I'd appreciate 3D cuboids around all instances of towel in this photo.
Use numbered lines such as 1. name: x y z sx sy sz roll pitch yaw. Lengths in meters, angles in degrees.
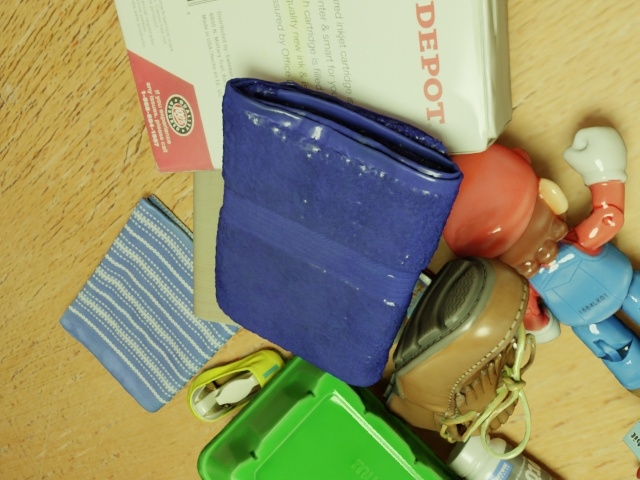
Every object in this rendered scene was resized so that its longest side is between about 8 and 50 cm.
1. towel: -0.274 0.117 0.970 0.243 0.040 0.336 46 122 3
2. towel: 0.000 0.000 0.620 0.228 0.076 0.308 27 133 15

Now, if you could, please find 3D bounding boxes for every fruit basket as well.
1. fruit basket: 0.022 0.358 0.831 0.392 0.283 0.392 42 164 15

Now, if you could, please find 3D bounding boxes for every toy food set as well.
1. toy food set: -0.036 0.004 0.790 0.306 0.092 0.219 6 99 23

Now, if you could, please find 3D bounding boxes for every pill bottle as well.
1. pill bottle: 0.233 0.301 0.765 0.137 0.078 0.078 35 120 10

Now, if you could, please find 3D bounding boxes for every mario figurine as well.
1. mario figurine: 0.261 0.007 0.640 0.320 0.170 0.198 40 85 -4

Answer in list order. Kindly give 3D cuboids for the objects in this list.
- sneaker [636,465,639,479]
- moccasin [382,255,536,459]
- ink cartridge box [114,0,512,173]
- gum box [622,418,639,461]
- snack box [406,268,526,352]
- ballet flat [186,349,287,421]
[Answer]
1. sneaker: 0.393 0.224 0.677 0.118 0.042 0.067 -42 92 24
2. moccasin: 0.149 0.136 0.621 0.147 0.139 0.380 26 151 15
3. ink cartridge box: -0.008 -0.229 0.634 0.385 0.160 0.279 1 110 26
4. gum box: 0.413 0.160 0.582 0.157 0.041 0.184 23 111 -20
5. snack box: 0.163 0.098 0.755 0.178 0.022 0.064 38 120 9
6. ballet flat: -0.147 0.232 0.927 0.231 0.077 0.077 -32 94 32
